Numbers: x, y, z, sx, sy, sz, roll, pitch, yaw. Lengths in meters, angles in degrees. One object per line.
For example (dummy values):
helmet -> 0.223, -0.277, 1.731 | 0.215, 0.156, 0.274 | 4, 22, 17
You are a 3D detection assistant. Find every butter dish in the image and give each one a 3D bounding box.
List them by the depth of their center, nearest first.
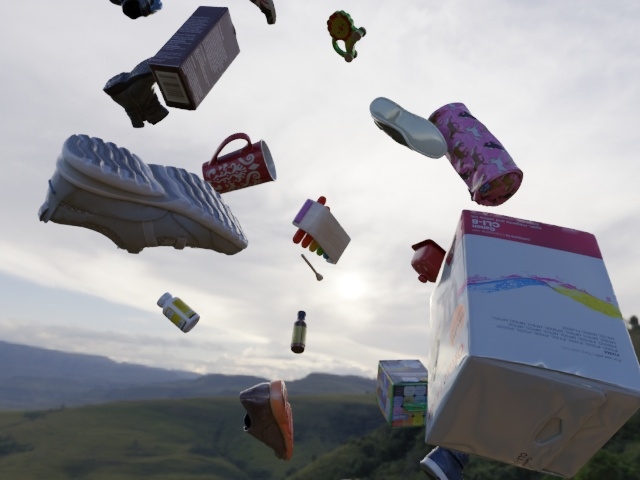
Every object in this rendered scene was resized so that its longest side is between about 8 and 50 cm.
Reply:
butter dish -> 0.359, 0.088, 1.745 | 0.160, 0.118, 0.160 | 40, -17, -5

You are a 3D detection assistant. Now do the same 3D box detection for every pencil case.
pencil case -> 0.495, -0.289, 1.756 | 0.167, 0.386, 0.160 | -16, -36, -12

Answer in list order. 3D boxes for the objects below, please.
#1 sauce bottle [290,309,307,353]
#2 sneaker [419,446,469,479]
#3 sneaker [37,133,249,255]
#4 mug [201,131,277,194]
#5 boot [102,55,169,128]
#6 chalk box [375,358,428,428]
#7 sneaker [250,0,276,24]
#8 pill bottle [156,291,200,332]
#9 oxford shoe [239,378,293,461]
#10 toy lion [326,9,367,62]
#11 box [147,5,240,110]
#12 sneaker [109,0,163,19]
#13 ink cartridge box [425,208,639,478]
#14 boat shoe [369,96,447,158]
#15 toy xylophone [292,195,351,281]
sauce bottle -> -0.056, 0.248, 1.459 | 0.042, 0.128, 0.042 | 4, -48, 4
sneaker -> 0.411, 0.683, 1.564 | 0.163, 0.226, 0.086 | -36, 6, -30
sneaker -> -0.214, -0.033, 0.681 | 0.115, 0.105, 0.281 | -47, -42, 16
mug -> -0.216, -0.199, 1.373 | 0.169, 0.150, 0.113 | -17, 18, 9
boot -> -0.664, -0.581, 2.105 | 0.338, 0.118, 0.223 | -11, -43, 27
chalk box -> 0.243, 0.431, 1.476 | 0.132, 0.132, 0.213 | 1, 11, -8
sneaker -> -0.186, -0.740, 1.620 | 0.077, 0.072, 0.178 | -15, -44, 2
pill bottle -> -0.393, 0.195, 1.470 | 0.116, 0.065, 0.065 | 39, -17, 9
oxford shoe -> -0.152, 0.529, 1.556 | 0.132, 0.130, 0.364 | -7, -51, -1
toy lion -> 0.053, -0.480, 1.245 | 0.096, 0.034, 0.100 | 35, -37, 6
box -> -0.450, -0.672, 1.950 | 0.143, 0.382, 0.191 | 13, -35, 20
sneaker -> -0.470, -0.591, 1.313 | 0.188, 0.078, 0.067 | 28, -26, 30
ink cartridge box -> 0.168, 0.083, 0.461 | 0.127, 0.176, 0.128 | 12, -50, 3
boat shoe -> 0.296, -0.370, 1.797 | 0.305, 0.109, 0.091 | 39, -3, 13
toy xylophone -> 0.000, 0.000, 1.959 | 0.081, 0.236, 0.323 | 22, -25, 36
